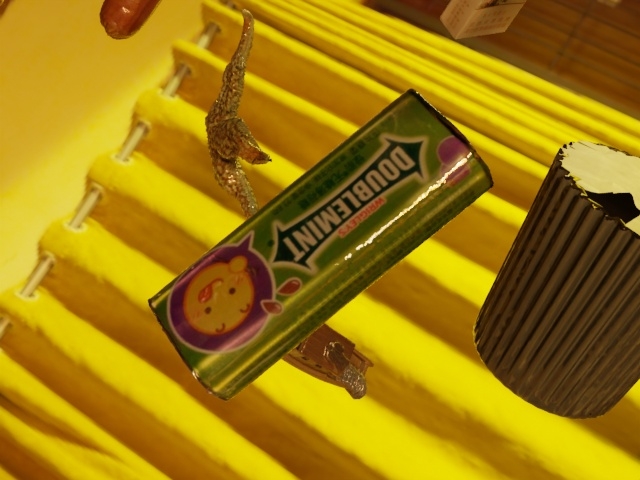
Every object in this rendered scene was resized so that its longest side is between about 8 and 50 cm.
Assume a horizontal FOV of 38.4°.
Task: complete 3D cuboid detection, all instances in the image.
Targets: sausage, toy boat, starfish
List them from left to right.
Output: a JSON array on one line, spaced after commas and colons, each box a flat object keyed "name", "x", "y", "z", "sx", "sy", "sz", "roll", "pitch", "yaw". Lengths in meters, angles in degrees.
[{"name": "sausage", "x": -0.258, "y": -0.384, "z": 1.358, "sx": 0.197, "sy": 0.076, "sz": 0.076, "roll": -55, "pitch": -18, "yaw": 4}, {"name": "starfish", "x": -0.138, "y": -0.145, "z": 1.425, "sx": 0.078, "sy": 0.347, "sz": 0.358, "roll": -5, "pitch": -29, "yaw": -16}, {"name": "toy boat", "x": -0.022, "y": 0.176, "z": 1.575, "sx": 0.321, "sy": 0.121, "sz": 0.089, "roll": 37, "pitch": -108, "yaw": -35}]

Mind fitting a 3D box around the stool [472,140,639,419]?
[{"name": "stool", "x": 0.407, "y": 0.068, "z": 1.369, "sx": 0.297, "sy": 0.297, "sz": 0.330, "roll": -33, "pitch": -27, "yaw": -55}]

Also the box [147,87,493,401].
[{"name": "box", "x": 0.000, "y": 0.000, "z": 0.912, "sx": 0.345, "sy": 0.134, "sz": 0.097, "roll": -38, "pitch": -31, "yaw": 0}]

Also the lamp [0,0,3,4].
[{"name": "lamp", "x": -0.354, "y": -0.241, "z": 0.748, "sx": 0.187, "sy": 0.163, "sz": 0.188, "roll": -9, "pitch": -90, "yaw": -73}]

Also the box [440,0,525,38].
[{"name": "box", "x": 0.347, "y": -0.495, "z": 1.754, "sx": 0.149, "sy": 0.067, "sz": 0.233, "roll": -20, "pitch": -24, "yaw": -36}]
